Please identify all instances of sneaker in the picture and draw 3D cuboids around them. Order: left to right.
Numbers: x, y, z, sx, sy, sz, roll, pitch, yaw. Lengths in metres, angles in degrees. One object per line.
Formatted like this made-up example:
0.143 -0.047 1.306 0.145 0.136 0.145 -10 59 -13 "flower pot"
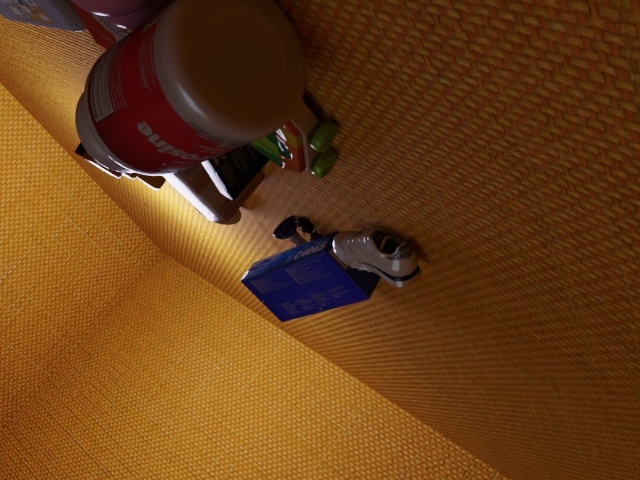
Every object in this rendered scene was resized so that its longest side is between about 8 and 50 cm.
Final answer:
0.109 0.011 1.723 0.235 0.090 0.094 20 143 45 "sneaker"

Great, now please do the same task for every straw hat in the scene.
-0.279 -0.111 2.349 0.144 0.144 0.061 36 123 16 "straw hat"

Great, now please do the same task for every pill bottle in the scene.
-0.225 -0.229 1.316 0.229 0.229 0.408 46 148 -22 "pill bottle"

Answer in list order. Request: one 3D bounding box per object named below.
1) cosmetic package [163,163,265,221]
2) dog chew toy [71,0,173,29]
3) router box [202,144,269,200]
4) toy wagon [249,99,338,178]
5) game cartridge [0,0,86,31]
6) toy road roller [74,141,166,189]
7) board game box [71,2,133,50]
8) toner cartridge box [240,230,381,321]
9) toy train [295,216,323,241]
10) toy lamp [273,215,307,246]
-0.293 -0.194 1.962 0.296 0.153 0.129 44 164 -20 "cosmetic package"
-0.314 -0.424 1.228 0.207 0.206 0.332 35 173 19 "dog chew toy"
-0.178 -0.181 1.731 0.046 0.133 0.179 32 164 27 "router box"
-0.090 -0.212 1.545 0.267 0.068 0.344 37 166 13 "toy wagon"
-0.671 -0.560 1.878 0.297 0.062 0.198 17 164 32 "game cartridge"
-0.468 -0.243 2.188 0.241 0.202 0.329 33 175 -24 "toy road roller"
-0.390 -0.446 1.607 0.242 0.064 0.316 34 165 23 "board game box"
-0.030 0.096 2.065 0.165 0.075 0.348 48 142 -19 "toner cartridge box"
0.000 0.000 2.056 0.158 0.027 0.036 46 154 -21 "toy train"
-0.001 0.055 2.126 0.274 0.080 0.080 47 165 -21 "toy lamp"
